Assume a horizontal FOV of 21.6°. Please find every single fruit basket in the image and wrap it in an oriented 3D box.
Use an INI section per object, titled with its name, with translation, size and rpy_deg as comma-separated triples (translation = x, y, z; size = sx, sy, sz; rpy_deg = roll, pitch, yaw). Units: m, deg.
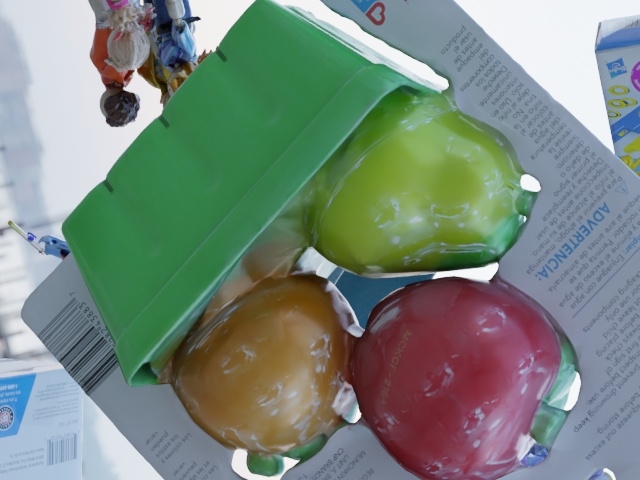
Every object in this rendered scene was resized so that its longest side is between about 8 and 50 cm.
[fruit basket]
translation = 0.039, 0.048, 0.961
size = 0.353, 0.327, 0.165
rpy_deg = 44, 14, 11

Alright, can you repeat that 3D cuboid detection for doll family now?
[doll family]
translation = -0.131, -0.176, 1.387
size = 0.263, 0.118, 0.163
rpy_deg = 127, -49, -76

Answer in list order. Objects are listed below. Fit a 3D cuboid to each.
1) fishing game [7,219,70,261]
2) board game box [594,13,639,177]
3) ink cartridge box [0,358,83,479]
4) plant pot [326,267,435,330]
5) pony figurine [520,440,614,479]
[fishing game]
translation = -0.298, 0.051, 2.236
size = 0.041, 0.264, 0.189
rpy_deg = -62, 167, -10
[board game box]
translation = 0.445, -0.085, 1.625
size = 0.086, 0.308, 0.302
rpy_deg = -65, 143, -59
[ink cartridge box]
translation = -0.244, 0.189, 1.234
size = 0.139, 0.082, 0.191
rpy_deg = -2, 95, -64
[plant pot]
translation = 0.000, 0.000, 1.949
size = 0.195, 0.290, 0.290
rpy_deg = 36, -27, 20
[pony figurine]
translation = 0.165, 0.309, 2.014
size = 0.351, 0.363, 0.303
rpy_deg = -49, -128, 51
